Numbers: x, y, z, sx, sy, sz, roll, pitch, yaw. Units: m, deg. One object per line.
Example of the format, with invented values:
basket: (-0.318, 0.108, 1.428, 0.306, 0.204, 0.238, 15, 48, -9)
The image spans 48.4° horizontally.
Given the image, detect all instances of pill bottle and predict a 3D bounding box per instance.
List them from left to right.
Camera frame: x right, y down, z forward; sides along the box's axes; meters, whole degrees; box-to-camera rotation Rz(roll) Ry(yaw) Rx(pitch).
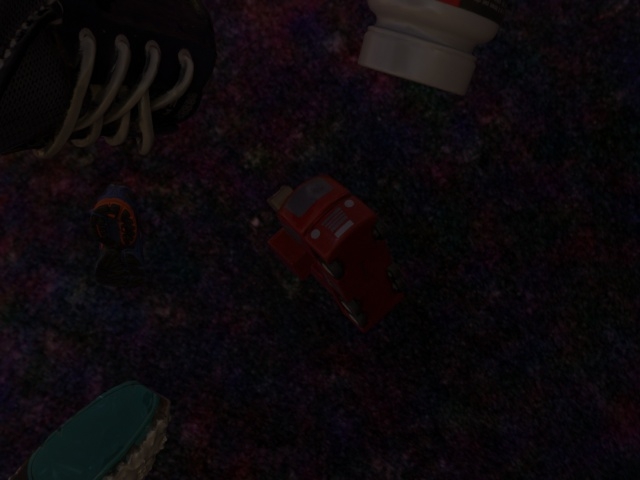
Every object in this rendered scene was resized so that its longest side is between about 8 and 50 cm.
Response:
pill bottle: (0.147, -0.322, 0.816, 0.161, 0.161, 0.283, 32, 111, 46)

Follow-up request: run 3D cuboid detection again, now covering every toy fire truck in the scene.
toy fire truck: (0.000, 0.000, 0.533, 0.047, 0.192, 0.135, -42, 60, -8)

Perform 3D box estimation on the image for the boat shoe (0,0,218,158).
boat shoe: (-0.130, -0.096, 0.383, 0.127, 0.158, 0.340, -47, 31, 27)

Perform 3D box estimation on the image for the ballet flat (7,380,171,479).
ballet flat: (-0.336, 0.342, 0.890, 0.409, 0.147, 0.147, -41, 42, -9)

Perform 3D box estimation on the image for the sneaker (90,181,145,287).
sneaker: (-0.315, -0.003, 1.136, 0.083, 0.221, 0.087, 8, 46, -9)
